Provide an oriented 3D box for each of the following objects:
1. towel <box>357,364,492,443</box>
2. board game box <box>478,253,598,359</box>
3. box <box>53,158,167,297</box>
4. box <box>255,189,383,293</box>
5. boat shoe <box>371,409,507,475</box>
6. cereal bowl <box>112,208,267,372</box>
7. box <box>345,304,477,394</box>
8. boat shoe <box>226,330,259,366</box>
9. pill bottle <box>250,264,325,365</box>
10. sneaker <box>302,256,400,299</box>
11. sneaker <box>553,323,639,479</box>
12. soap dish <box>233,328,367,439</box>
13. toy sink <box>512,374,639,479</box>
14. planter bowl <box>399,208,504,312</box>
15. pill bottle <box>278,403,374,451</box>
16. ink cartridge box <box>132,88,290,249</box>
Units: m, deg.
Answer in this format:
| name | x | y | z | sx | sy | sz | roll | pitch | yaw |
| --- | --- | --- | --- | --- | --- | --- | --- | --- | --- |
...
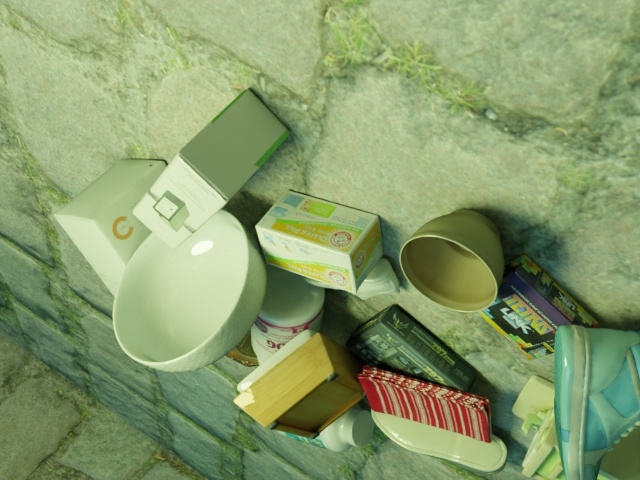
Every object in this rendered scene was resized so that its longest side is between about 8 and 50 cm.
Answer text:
| name | x | y | z | sx | sy | sz | roll | pitch | yaw |
| --- | --- | --- | --- | --- | --- | --- | --- | --- | --- |
| towel | 0.221 | 0.352 | 1.393 | 0.275 | 0.031 | 0.198 | 11 | 146 | 24 |
| board game box | 0.345 | 0.116 | 1.096 | 0.170 | 0.048 | 0.141 | 41 | 147 | -5 |
| box | -0.396 | 0.014 | 1.510 | 0.168 | 0.215 | 0.345 | 8 | 135 | 39 |
| box | 0.000 | 0.000 | 1.220 | 0.203 | 0.114 | 0.103 | 17 | 141 | 27 |
| boat shoe | 0.266 | 0.448 | 1.502 | 0.320 | 0.116 | 0.099 | 16 | 156 | 26 |
| cereal bowl | -0.242 | 0.109 | 1.320 | 0.339 | 0.338 | 0.141 | 8 | 158 | 37 |
| box | 0.187 | 0.252 | 1.390 | 0.233 | 0.059 | 0.183 | 39 | 149 | -2 |
| boat shoe | -0.179 | 0.274 | 1.728 | 0.307 | 0.110 | 0.104 | 10 | 142 | 49 |
| pill bottle | -0.077 | 0.188 | 1.470 | 0.160 | 0.160 | 0.283 | 27 | 145 | 16 |
| sneaker | 0.058 | 0.081 | 1.304 | 0.212 | 0.080 | 0.094 | 4 | 145 | 38 |
| sneaker | 0.476 | 0.271 | 1.021 | 0.208 | 0.127 | 0.318 | -4 | 121 | 12 |
| soap dish | -0.022 | 0.323 | 1.434 | 0.118 | 0.229 | 0.291 | 54 | -174 | 32 |
| toy sink | 0.464 | 0.385 | 1.227 | 0.234 | 0.131 | 0.152 | 27 | 144 | 18 |
| planter bowl | 0.221 | 0.019 | 1.042 | 0.162 | 0.109 | 0.162 | 24 | 144 | 19 |
| pill bottle | 0.010 | 0.470 | 1.733 | 0.264 | 0.146 | 0.146 | 0 | 131 | 43 |
| ink cartridge box | -0.204 | -0.121 | 1.190 | 0.115 | 0.198 | 0.273 | 44 | 146 | -11 |
